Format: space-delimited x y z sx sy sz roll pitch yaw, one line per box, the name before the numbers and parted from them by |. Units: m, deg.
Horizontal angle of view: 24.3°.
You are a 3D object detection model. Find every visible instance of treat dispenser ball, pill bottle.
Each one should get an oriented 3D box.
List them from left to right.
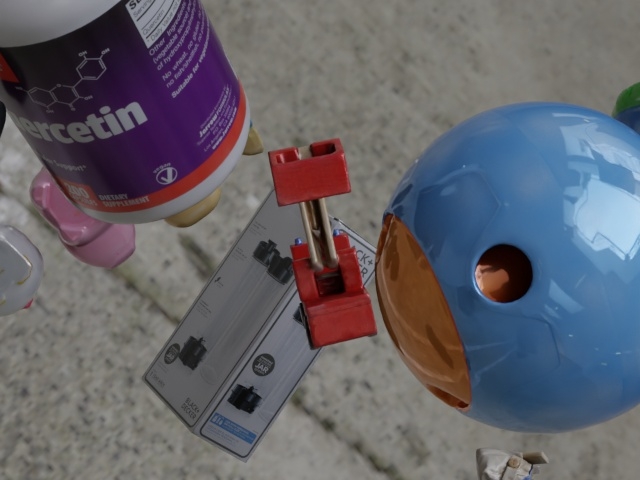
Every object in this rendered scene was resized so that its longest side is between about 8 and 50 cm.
pill bottle | -0.184 -0.169 1.168 0.323 0.181 0.182 63 12 -50
treat dispenser ball | 0.190 0.024 1.289 0.288 0.288 0.288 32 35 -26

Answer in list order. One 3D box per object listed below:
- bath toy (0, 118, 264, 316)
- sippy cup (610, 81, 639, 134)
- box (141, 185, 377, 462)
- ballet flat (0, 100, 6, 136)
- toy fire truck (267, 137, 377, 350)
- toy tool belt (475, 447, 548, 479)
bath toy | -0.228 -0.040 1.535 0.151 0.348 0.129 55 -5 -9
sippy cup | 0.399 -0.024 1.637 0.240 0.305 0.224 27 73 -4
box | -0.068 0.090 1.723 0.087 0.290 0.169 34 -2 -33
ballet flat | -0.307 -0.035 1.154 0.074 0.203 0.074 37 34 -30
toy fire truck | 0.000 0.000 0.983 0.192 0.047 0.135 -115 -167 -83
toy tool belt | 0.141 0.185 1.079 0.052 0.051 0.083 -90 173 -54
